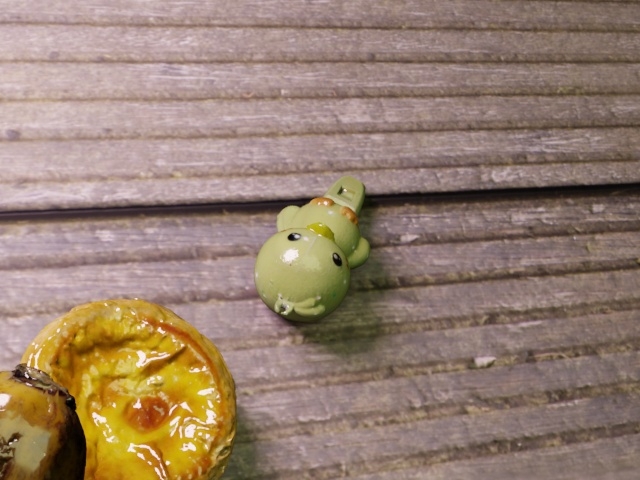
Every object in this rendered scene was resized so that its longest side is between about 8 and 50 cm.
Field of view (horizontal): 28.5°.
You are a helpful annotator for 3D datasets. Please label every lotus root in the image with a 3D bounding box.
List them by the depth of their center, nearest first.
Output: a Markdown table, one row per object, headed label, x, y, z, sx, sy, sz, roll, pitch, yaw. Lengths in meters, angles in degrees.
| label | x | y | z | sx | sy | sz | roll | pitch | yaw |
| --- | --- | --- | --- | --- | --- | --- | --- | --- | --- |
| lotus root | -0.361 | 0.323 | 1.335 | 0.179 | 0.196 | 0.397 | 22 | 89 | -9 |

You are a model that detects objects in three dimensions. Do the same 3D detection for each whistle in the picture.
| label | x | y | z | sx | sy | sz | roll | pitch | yaw |
| --- | --- | --- | --- | --- | --- | --- | --- | --- | --- |
| whistle | 0.002 | -0.005 | 1.735 | 0.141 | 0.141 | 0.294 | 31 | 56 | -6 |

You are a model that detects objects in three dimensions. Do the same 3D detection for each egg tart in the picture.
| label | x | y | z | sx | sy | sz | roll | pitch | yaw |
| --- | --- | --- | --- | --- | --- | --- | --- | --- | --- |
| egg tart | -0.240 | 0.213 | 1.534 | 0.294 | 0.116 | 0.295 | 10 | 60 | -17 |
